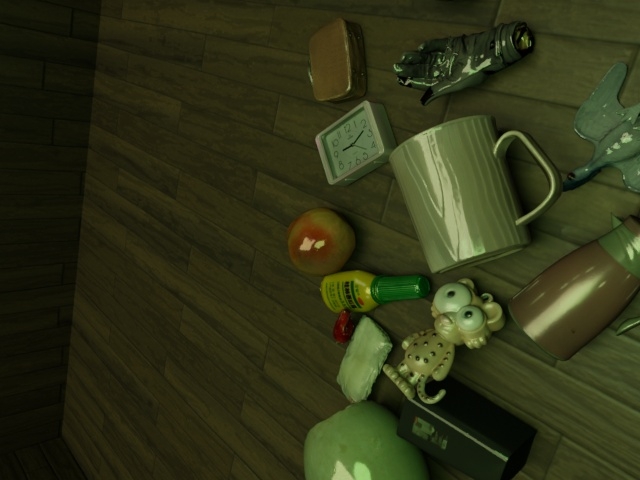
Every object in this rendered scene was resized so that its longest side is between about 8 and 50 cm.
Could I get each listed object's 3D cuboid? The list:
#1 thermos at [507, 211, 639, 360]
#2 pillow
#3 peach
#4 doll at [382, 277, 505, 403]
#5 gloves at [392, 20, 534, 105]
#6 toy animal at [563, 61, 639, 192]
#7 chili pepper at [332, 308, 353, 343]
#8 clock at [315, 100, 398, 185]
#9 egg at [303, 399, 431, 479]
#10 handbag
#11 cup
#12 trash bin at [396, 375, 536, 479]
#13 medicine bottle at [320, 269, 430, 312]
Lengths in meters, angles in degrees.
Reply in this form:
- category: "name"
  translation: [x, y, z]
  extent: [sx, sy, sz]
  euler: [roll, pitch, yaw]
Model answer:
- category: "thermos"
  translation: [0.482, 0.084, 0.910]
  extent: [0.265, 0.146, 0.176]
  euler: [-50, 53, 28]
- category: "pillow"
  translation: [0.109, 0.315, 1.353]
  extent: [0.128, 0.051, 0.229]
  euler: [42, 119, 48]
- category: "peach"
  translation: [0.000, 0.000, 1.353]
  extent: [0.184, 0.184, 0.184]
  euler: [4, 96, 44]
- category: "doll"
  translation: [0.256, 0.207, 1.090]
  extent: [0.278, 0.119, 0.154]
  euler: [-49, 44, -9]
- category: "gloves"
  translation: [0.287, -0.363, 1.084]
  extent: [0.286, 0.119, 0.142]
  euler: [-2, 81, 31]
- category: "toy animal"
  translation: [0.522, -0.178, 0.895]
  extent: [0.256, 0.176, 0.239]
  euler: [-30, 73, 6]
- category: "chili pepper"
  translation: [0.061, 0.226, 1.364]
  extent: [0.050, 0.059, 0.191]
  euler: [28, 149, 15]
- category: "clock"
  translation: [0.088, -0.239, 1.322]
  extent: [0.197, 0.063, 0.149]
  euler: [-27, 74, 42]
- category: "egg"
  translation: [0.114, 0.554, 1.206]
  extent: [0.278, 0.279, 0.336]
  euler: [-48, 59, 36]
- category: "handbag"
  translation: [0.040, -0.453, 1.347]
  extent: [0.151, 0.072, 0.193]
  euler: [-5, 92, 45]
- category: "cup"
  translation: [0.306, -0.097, 1.039]
  extent: [0.289, 0.208, 0.272]
  euler: [-19, 79, 16]
- category: "trash bin"
  translation: [0.304, 0.396, 1.094]
  extent: [0.226, 0.165, 0.114]
  euler: [25, 109, 38]
- category: "medicine bottle"
  translation: [0.130, 0.122, 1.301]
  extent: [0.309, 0.076, 0.111]
  euler: [-11, 103, 43]
